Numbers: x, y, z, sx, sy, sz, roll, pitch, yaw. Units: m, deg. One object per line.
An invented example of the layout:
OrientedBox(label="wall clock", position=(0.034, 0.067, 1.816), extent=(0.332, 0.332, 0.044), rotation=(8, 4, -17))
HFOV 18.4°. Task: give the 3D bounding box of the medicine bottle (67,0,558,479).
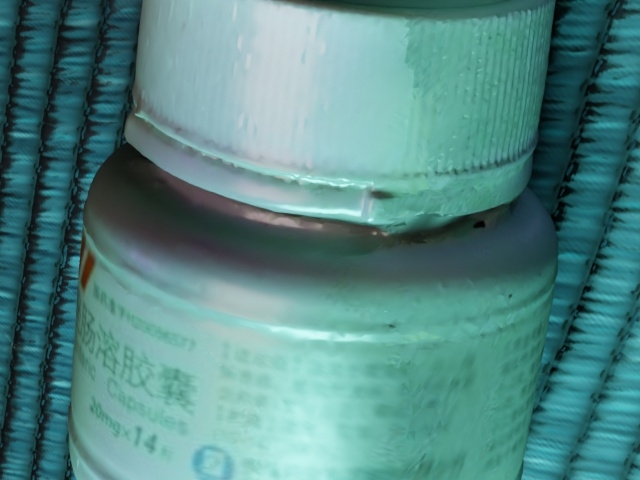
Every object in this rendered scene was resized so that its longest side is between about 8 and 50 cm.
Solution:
OrientedBox(label="medicine bottle", position=(0.000, 0.000, 0.999), extent=(0.241, 0.241, 0.302), rotation=(20, 115, 30))
